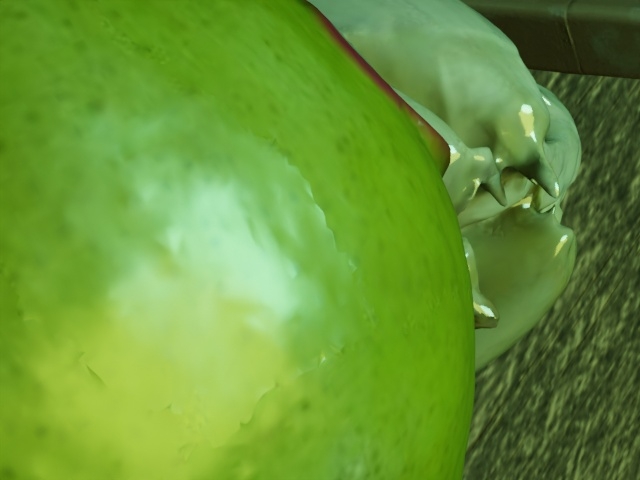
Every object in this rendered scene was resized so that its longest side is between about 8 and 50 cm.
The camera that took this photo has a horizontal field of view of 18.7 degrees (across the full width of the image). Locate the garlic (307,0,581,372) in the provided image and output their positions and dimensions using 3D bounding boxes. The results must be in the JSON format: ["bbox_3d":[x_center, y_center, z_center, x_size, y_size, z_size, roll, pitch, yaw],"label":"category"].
[{"bbox_3d":[0.000,-0.017,0.770,0.281,0.203,0.184,-16,93,-49],"label":"garlic"}]

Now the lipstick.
[{"bbox_3d":[0.133,-0.111,0.974,0.045,0.145,0.045,-52,135,-35],"label":"lipstick"}]

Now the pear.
[{"bbox_3d":[-0.133,0.002,0.516,0.375,0.287,0.287,45,58,-20],"label":"pear"}]
